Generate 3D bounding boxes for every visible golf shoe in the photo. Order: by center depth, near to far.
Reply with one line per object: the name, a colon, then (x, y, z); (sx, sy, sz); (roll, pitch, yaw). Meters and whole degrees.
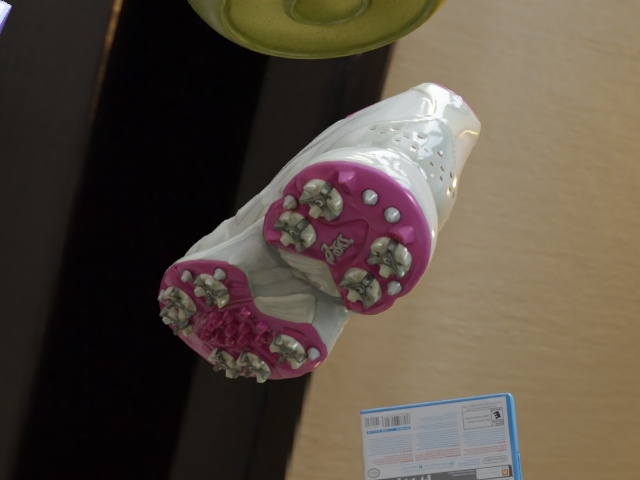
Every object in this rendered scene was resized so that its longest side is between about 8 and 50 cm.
golf shoe: (0.000, 0.000, 0.964); (0.306, 0.115, 0.140); (-31, -163, 53)

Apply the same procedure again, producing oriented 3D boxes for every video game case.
video game case: (0.093, 0.203, 1.103); (0.119, 0.015, 0.166); (-9, -109, 15)

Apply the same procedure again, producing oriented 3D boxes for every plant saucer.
plant saucer: (0.006, -0.207, 1.221); (0.241, 0.241, 0.037); (-32, -122, 51)

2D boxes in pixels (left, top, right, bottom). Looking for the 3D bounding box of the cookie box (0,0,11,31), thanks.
cookie box: (-0.255, -0.109, 1.008); (0.092, 0.040, 0.107); (-58, -166, 32)
